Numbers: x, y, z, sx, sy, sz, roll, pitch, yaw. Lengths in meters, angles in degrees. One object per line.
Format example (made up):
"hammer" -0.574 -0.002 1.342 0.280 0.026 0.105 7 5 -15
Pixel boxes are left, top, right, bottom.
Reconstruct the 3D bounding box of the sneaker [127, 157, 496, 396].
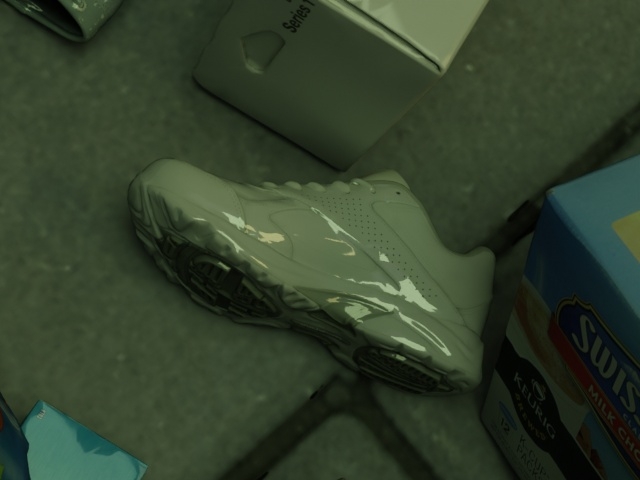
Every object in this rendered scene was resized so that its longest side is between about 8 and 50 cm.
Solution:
"sneaker" 0.000 0.000 0.970 0.232 0.090 0.115 28 64 -17

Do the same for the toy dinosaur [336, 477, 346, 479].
"toy dinosaur" -0.033 0.241 0.829 0.200 0.127 0.295 -21 64 -38

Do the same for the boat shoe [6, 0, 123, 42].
"boat shoe" -0.212 -0.191 0.953 0.227 0.079 0.081 30 67 -10

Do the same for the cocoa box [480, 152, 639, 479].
"cocoa box" 0.303 0.060 0.918 0.347 0.228 0.231 -21 58 -19

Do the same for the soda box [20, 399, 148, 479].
"soda box" -0.177 0.192 0.876 0.071 0.067 0.210 33 71 -5

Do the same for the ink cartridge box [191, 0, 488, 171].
"ink cartridge box" 0.059 -0.198 0.963 0.117 0.201 0.278 34 71 -5

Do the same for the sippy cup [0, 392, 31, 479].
"sippy cup" -0.256 0.091 0.774 0.240 0.224 0.305 -28 52 5
